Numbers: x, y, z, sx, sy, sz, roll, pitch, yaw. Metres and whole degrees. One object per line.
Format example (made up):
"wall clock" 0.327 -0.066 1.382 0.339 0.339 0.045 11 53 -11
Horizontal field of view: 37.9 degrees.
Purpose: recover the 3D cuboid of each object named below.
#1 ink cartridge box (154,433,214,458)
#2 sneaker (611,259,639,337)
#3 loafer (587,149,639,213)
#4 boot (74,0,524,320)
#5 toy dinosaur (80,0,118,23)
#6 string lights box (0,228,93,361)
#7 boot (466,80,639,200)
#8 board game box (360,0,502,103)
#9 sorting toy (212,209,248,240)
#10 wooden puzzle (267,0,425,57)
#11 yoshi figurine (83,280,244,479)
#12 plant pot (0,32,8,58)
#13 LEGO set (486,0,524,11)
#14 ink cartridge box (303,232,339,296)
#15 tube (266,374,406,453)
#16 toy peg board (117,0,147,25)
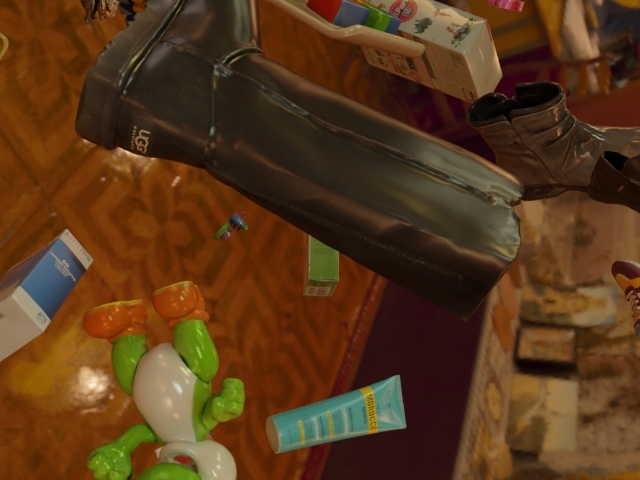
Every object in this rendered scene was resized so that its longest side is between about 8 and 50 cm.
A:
"ink cartridge box" -0.230 0.373 1.626 0.122 0.088 0.052 88 -23 -75
"sneaker" 0.536 0.111 1.532 0.185 0.084 0.069 47 -14 26
"loafer" 0.440 -0.082 1.254 0.080 0.220 0.078 -13 105 -26
"boot" 0.016 -0.143 1.023 0.146 0.445 0.367 111 1 -49
"toy dinosaur" -0.485 -0.554 1.706 0.164 0.218 0.322 -20 94 -79
"string lights box" -0.469 0.089 1.486 0.077 0.133 0.260 53 17 -16
"boot" 0.431 -0.177 1.563 0.223 0.338 0.118 51 37 -41
"board game box" 0.216 -0.417 1.965 0.097 0.303 0.224 -58 153 -10
"sorting toy" -0.179 -0.026 1.938 0.042 0.061 0.102 44 44 -3
"wooden puzzle" -0.003 -0.441 1.714 0.322 0.348 0.080 -9 125 -61
"yoshi figurine" -0.202 0.247 1.224 0.203 0.203 0.362 -11 82 -33
"plant pot" -0.570 -0.244 1.171 0.212 0.187 0.212 -57 145 -4
"LEGO set" 0.290 -0.526 1.825 0.093 0.227 0.087 -18 130 -56
"ink cartridge box" 0.000 0.000 1.892 0.109 0.062 0.209 110 -18 -67
"tube" 0.026 0.253 1.328 0.207 0.052 0.080 -11 103 -23
"toy peg board" -0.269 -0.376 1.519 0.161 0.160 0.079 93 15 -71
